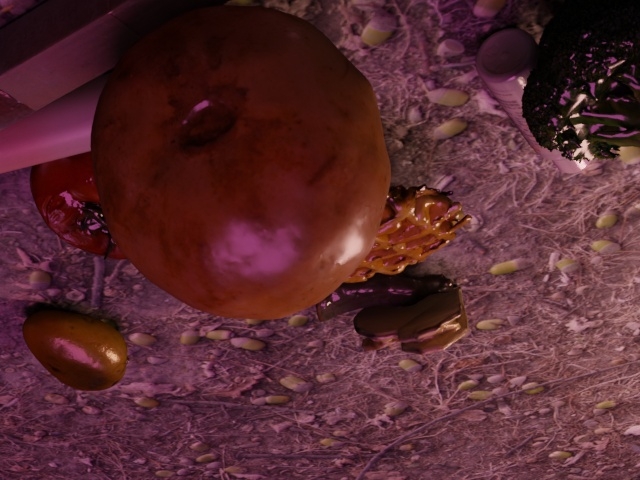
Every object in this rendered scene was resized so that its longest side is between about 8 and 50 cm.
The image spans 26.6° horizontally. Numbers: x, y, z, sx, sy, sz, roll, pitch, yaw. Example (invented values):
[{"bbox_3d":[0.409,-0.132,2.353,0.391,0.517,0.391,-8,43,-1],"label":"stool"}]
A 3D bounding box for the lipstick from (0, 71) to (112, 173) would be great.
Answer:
[{"bbox_3d":[-0.268,-0.157,1.648,0.327,0.087,0.087,-13,148,11],"label":"lipstick"}]

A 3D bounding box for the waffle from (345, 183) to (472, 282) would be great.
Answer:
[{"bbox_3d":[0.000,0.000,1.843,0.382,0.095,0.379,-5,165,-16],"label":"waffle"}]

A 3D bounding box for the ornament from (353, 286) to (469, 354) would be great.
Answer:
[{"bbox_3d":[0.166,0.119,2.141,0.180,0.059,0.201,-32,-160,-34],"label":"ornament"}]

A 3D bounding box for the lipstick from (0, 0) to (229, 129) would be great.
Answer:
[{"bbox_3d":[-0.260,-0.238,1.527,0.372,0.076,0.080,-23,144,26],"label":"lipstick"}]

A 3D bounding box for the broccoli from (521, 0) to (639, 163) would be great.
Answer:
[{"bbox_3d":[0.389,-0.181,1.551,0.298,0.297,0.297,-36,168,-9],"label":"broccoli"}]

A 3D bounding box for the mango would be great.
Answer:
[{"bbox_3d":[-0.392,0.173,2.160,0.137,0.098,0.195,-27,138,37],"label":"mango"}]

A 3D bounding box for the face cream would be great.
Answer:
[{"bbox_3d":[0.283,-0.169,1.731,0.082,0.082,0.269,-20,147,21],"label":"face cream"}]

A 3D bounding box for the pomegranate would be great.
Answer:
[{"bbox_3d":[-0.078,-0.083,1.468,0.338,0.338,0.338,-4,149,-3],"label":"pomegranate"}]

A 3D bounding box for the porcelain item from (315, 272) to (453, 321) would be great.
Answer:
[{"bbox_3d":[0.099,0.076,2.107,0.216,0.069,0.081,-7,145,3],"label":"porcelain item"}]

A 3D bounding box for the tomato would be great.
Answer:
[{"bbox_3d":[-0.279,-0.045,1.797,0.228,0.101,0.228,5,147,3],"label":"tomato"}]
